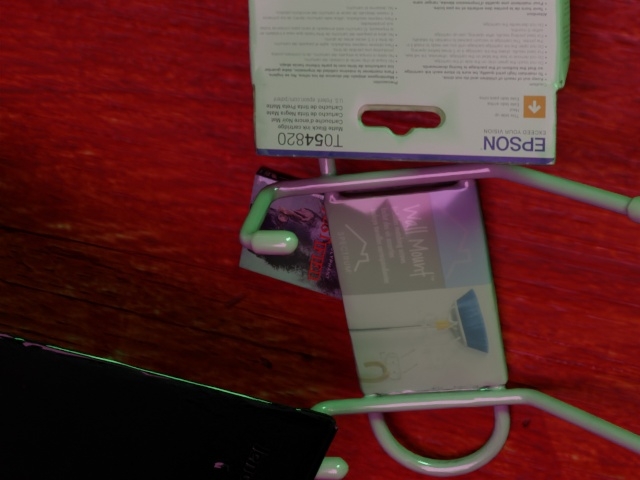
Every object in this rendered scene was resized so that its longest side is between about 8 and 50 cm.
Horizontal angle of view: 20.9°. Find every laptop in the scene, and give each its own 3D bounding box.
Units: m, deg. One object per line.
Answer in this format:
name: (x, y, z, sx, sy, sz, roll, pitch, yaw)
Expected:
laptop: (-0.233, 0.134, 1.404, 0.408, 0.236, 0.382, 56, 141, 31)

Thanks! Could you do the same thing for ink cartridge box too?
ink cartridge box: (0.058, -0.166, 1.179, 0.223, 0.045, 0.224, 4, 103, 18)

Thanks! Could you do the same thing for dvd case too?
dvd case: (0.000, 0.000, 1.332, 0.119, 0.013, 0.087, 18, 121, 8)

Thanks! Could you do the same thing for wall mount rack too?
wall mount rack: (0.113, 0.058, 1.250, 0.304, 0.130, 0.350, -5, 119, 13)
